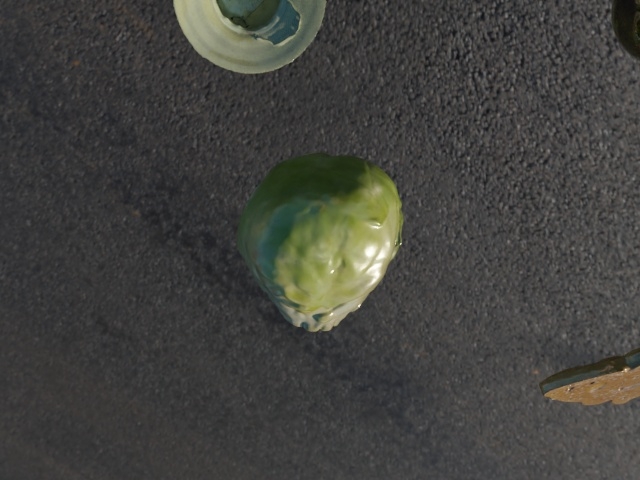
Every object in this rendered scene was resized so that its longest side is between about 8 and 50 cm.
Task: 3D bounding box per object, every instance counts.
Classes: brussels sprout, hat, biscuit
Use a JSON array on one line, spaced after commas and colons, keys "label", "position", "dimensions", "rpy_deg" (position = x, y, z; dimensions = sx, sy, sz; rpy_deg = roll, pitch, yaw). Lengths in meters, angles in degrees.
[{"label": "brussels sprout", "position": [-0.008, -0.010, 1.178], "dimensions": [0.273, 0.243, 0.317], "rpy_deg": [28, 101, -21]}, {"label": "hat", "position": [-0.124, -0.410, 1.107], "dimensions": [0.252, 0.110, 0.252], "rpy_deg": [-6, 114, -13]}, {"label": "biscuit", "position": [0.380, 0.168, 0.834], "dimensions": [0.250, 0.035, 0.162], "rpy_deg": [-3, 142, -20]}]

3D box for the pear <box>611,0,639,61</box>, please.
[{"label": "pear", "position": [0.566, -0.363, 1.055], "dimensions": [0.197, 0.197, 0.197], "rpy_deg": [5, 133, 5]}]
